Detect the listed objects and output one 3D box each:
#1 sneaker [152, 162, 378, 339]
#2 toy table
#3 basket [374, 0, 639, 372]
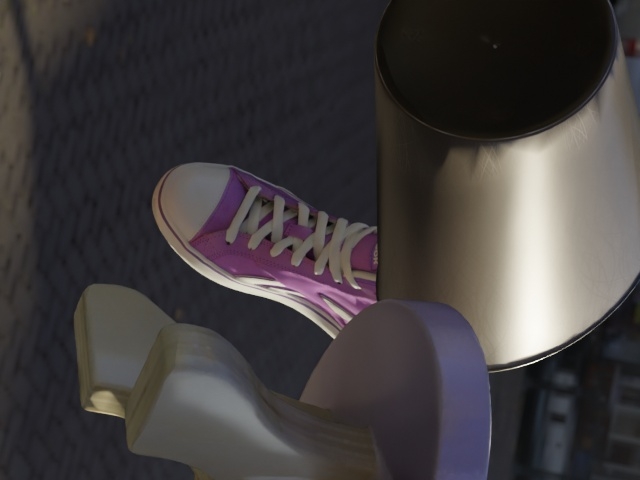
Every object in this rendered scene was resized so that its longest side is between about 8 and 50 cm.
[{"bbox_3d":[0.001,-0.001,1.324,0.102,0.282,0.161,-66,-170,-23],"label":"sneaker"},{"bbox_3d":[-0.039,0.136,0.797,0.252,0.160,0.274,-110,-148,-49],"label":"toy table"},{"bbox_3d":[0.110,-0.052,0.909,0.204,0.154,0.227,-39,152,-12],"label":"basket"}]
